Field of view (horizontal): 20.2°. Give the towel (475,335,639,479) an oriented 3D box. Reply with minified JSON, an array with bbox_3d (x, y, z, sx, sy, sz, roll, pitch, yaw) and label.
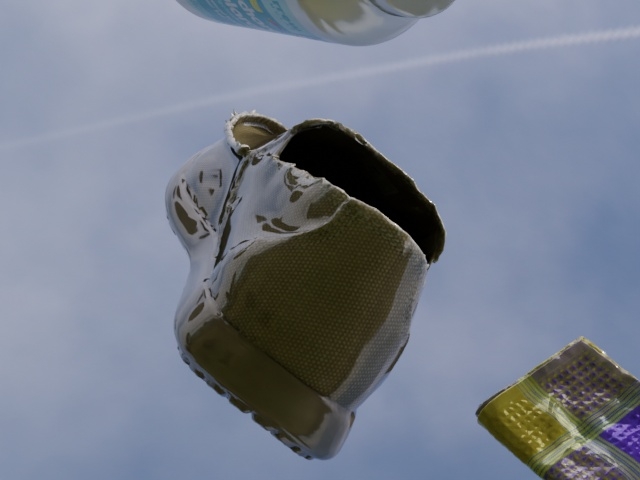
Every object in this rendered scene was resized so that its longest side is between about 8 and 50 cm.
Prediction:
[{"bbox_3d":[0.099,0.068,0.613,0.083,0.060,0.009,40,-37,36],"label":"towel"}]

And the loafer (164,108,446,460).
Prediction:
[{"bbox_3d":[0.000,0.000,0.396,0.056,0.148,0.050,42,-79,-17],"label":"loafer"}]

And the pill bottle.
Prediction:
[{"bbox_3d":[-0.005,-0.224,1.349,0.264,0.146,0.146,18,-87,52],"label":"pill bottle"}]
